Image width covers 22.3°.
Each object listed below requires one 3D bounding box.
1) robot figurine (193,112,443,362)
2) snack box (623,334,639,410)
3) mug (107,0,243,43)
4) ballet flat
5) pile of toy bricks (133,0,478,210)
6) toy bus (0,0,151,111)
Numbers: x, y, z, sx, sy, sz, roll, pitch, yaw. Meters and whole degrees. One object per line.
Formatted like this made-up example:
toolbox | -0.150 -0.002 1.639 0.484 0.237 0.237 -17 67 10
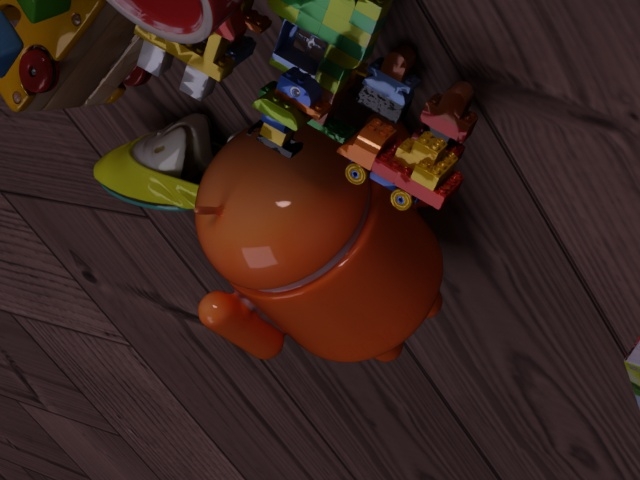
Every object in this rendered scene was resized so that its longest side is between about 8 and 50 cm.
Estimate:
robot figurine | 0.001 -0.002 1.088 0.158 0.128 0.219 -18 143 23
snack box | 0.280 0.117 1.079 0.141 0.037 0.100 19 152 36
mug | -0.056 -0.195 0.813 0.150 0.169 0.113 28 155 19
ballet flat | -0.078 -0.054 1.235 0.231 0.077 0.077 20 130 28
pile of toy bricks | 0.008 -0.116 0.959 0.212 0.118 0.105 30 125 11
toy bus | -0.138 -0.171 1.017 0.104 0.202 0.191 56 170 16
